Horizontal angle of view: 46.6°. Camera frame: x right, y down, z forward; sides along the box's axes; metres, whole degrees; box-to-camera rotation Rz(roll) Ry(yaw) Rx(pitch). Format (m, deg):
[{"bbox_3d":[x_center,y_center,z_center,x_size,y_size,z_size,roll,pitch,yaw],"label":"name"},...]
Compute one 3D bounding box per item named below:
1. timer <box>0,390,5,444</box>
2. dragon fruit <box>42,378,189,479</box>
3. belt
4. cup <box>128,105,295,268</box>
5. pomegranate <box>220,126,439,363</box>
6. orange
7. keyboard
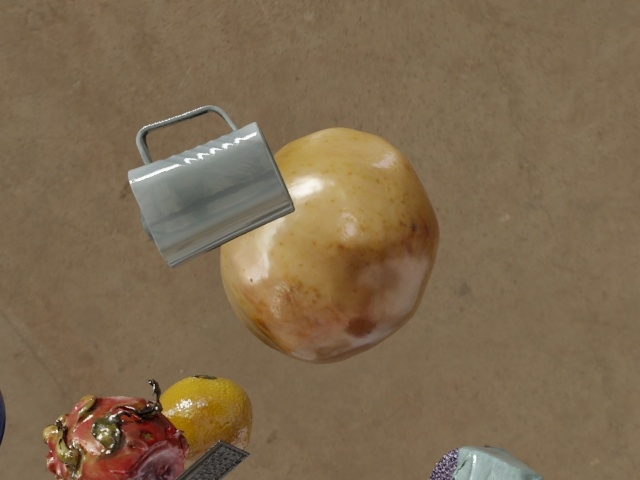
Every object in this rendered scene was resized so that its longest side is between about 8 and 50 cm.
[{"bbox_3d":[-0.681,0.352,1.212,0.270,0.270,0.383,29,138,-11],"label":"timer"},{"bbox_3d":[-0.422,0.419,1.489,0.291,0.250,0.269,19,139,37],"label":"dragon fruit"},{"bbox_3d":[0.255,0.458,1.134,0.122,0.325,0.260,14,90,-15],"label":"belt"},{"bbox_3d":[-0.104,-0.056,0.675,0.129,0.095,0.128,-23,91,-1],"label":"cup"},{"bbox_3d":[0.000,0.000,1.267,0.411,0.411,0.411,1,116,2],"label":"pomegranate"},{"bbox_3d":[-0.270,0.416,1.704,0.236,0.236,0.236,1,116,2],"label":"orange"},{"bbox_3d":[-0.176,0.314,0.895,0.202,0.011,0.067,-42,139,4],"label":"keyboard"}]
